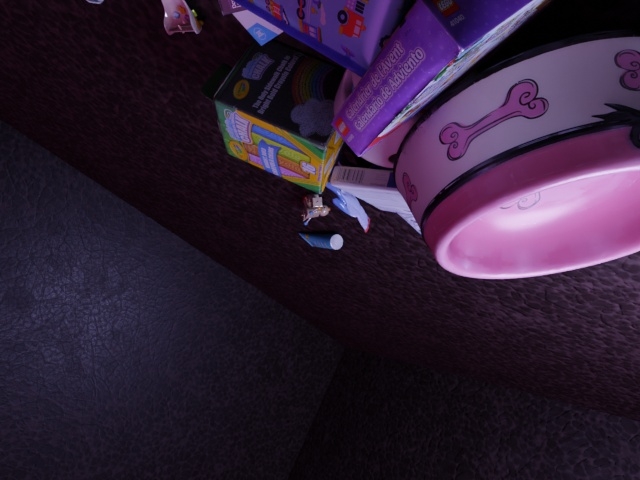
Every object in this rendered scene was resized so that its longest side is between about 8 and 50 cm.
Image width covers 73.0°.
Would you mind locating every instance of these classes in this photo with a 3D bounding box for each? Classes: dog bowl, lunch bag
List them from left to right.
[{"bbox_3d":[-0.007,-0.359,0.493,0.293,0.138,0.220,30,136,11],"label":"lunch bag"},{"bbox_3d":[0.316,-0.070,0.599,0.409,0.150,0.408,-4,156,-2],"label":"dog bowl"}]

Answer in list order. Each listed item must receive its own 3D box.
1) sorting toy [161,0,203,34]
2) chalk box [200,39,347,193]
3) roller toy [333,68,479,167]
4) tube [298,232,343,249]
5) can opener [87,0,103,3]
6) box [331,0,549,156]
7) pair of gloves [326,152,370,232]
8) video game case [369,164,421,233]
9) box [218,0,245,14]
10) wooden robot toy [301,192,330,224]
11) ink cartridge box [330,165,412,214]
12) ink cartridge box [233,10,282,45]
[{"bbox_3d":[-0.269,-0.439,0.827,0.083,0.044,0.075,15,149,30],"label":"sorting toy"},{"bbox_3d":[-0.087,-0.254,0.853,0.289,0.180,0.179,25,159,7],"label":"chalk box"},{"bbox_3d":[0.128,-0.219,0.655,0.210,0.191,0.146,28,158,-3],"label":"roller toy"},{"bbox_3d":[0.000,0.000,1.542,0.080,0.052,0.207,48,158,-24],"label":"tube"},{"bbox_3d":[-0.536,-0.567,0.821,0.281,0.074,0.093,34,124,-23],"label":"can opener"},{"bbox_3d":[0.161,-0.224,0.469,0.057,0.293,0.201,51,157,-1],"label":"box"},{"bbox_3d":[0.072,-0.119,0.989,0.023,0.198,0.159,-25,119,32],"label":"pair of gloves"},{"bbox_3d":[0.267,-0.101,0.953,0.244,0.061,0.270,38,157,-25],"label":"video game case"},{"bbox_3d":[-0.081,-0.393,0.599,0.162,0.029,0.116,-7,135,11],"label":"box"},{"bbox_3d":[-0.008,-0.103,1.307,0.079,0.076,0.173,-6,165,-15],"label":"wooden robot toy"},{"bbox_3d":[0.171,-0.095,0.893,0.224,0.045,0.224,12,176,35],"label":"ink cartridge box"},{"bbox_3d":[-0.116,-0.410,0.677,0.180,0.060,0.104,41,155,-32],"label":"ink cartridge box"}]
